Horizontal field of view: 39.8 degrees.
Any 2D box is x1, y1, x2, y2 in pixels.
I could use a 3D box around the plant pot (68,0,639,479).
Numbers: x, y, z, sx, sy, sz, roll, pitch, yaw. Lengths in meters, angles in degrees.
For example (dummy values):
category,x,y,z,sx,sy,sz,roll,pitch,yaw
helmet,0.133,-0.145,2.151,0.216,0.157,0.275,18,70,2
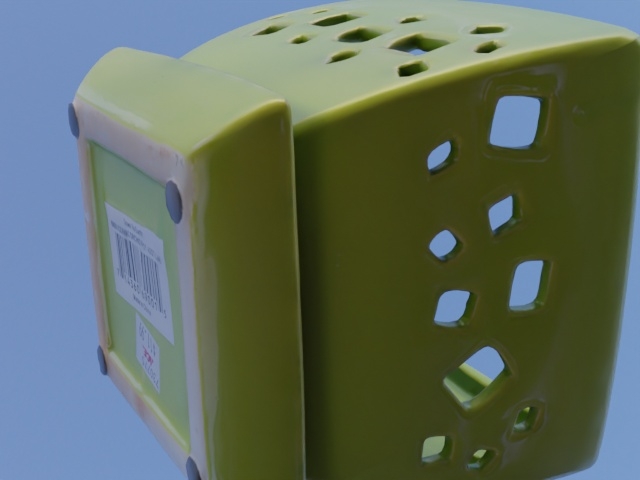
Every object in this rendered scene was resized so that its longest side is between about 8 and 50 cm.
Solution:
category,x,y,z,sx,sy,sz,roll,pitch,yaw
plant pot,0.000,0.000,0.454,0.207,0.228,0.227,-12,-68,-27
